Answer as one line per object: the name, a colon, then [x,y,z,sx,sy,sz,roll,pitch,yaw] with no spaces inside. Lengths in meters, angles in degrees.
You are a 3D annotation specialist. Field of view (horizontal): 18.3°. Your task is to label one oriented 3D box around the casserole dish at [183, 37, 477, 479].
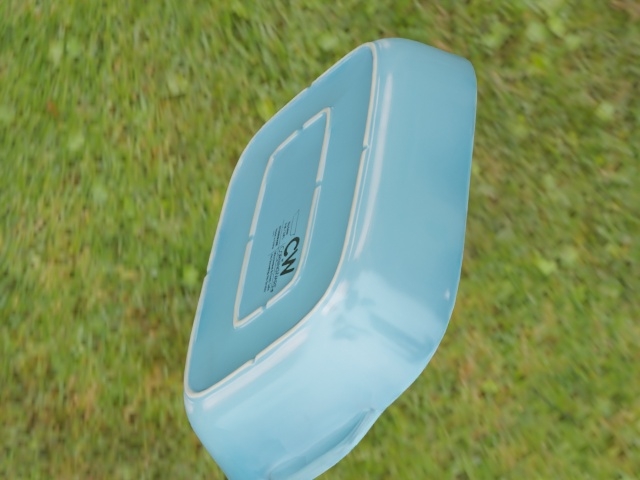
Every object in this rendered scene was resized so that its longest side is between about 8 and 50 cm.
casserole dish: [0.000,0.000,0.673,0.037,0.188,0.114,35,129,-23]
